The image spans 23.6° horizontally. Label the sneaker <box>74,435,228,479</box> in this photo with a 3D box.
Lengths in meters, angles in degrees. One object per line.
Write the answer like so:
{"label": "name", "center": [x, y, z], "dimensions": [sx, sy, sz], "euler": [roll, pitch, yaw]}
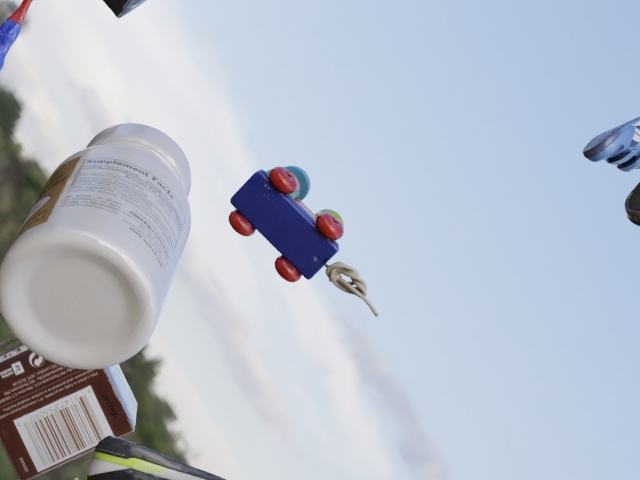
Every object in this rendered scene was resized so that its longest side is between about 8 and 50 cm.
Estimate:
{"label": "sneaker", "center": [-0.169, 0.307, 1.779], "dimensions": [0.235, 0.097, 0.084], "euler": [22, -11, 1]}

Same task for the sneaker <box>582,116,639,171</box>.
{"label": "sneaker", "center": [0.367, -0.111, 1.833], "dimensions": [0.053, 0.144, 0.059], "euler": [-23, -91, 44]}

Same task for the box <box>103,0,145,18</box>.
{"label": "box", "center": [-0.164, -0.301, 1.292], "dimensions": [0.158, 0.093, 0.156], "euler": [50, -36, -2]}

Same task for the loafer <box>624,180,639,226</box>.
{"label": "loafer", "center": [0.359, -0.083, 1.490], "dimensions": [0.061, 0.170, 0.062], "euler": [43, 6, -41]}

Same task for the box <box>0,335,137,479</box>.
{"label": "box", "center": [-0.357, 0.202, 2.074], "dimensions": [0.203, 0.168, 0.167], "euler": [-151, -144, -82]}

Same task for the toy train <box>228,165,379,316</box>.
{"label": "toy train", "center": [0.000, 0.000, 2.072], "dimensions": [0.248, 0.105, 0.143], "euler": [45, 20, 0]}

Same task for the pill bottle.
{"label": "pill bottle", "center": [-0.179, -0.006, 1.287], "dimensions": [0.229, 0.131, 0.131], "euler": [-78, 145, -60]}

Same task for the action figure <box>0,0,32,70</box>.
{"label": "action figure", "center": [-0.444, -0.200, 1.954], "dimensions": [0.091, 0.280, 0.139], "euler": [26, -13, -3]}
